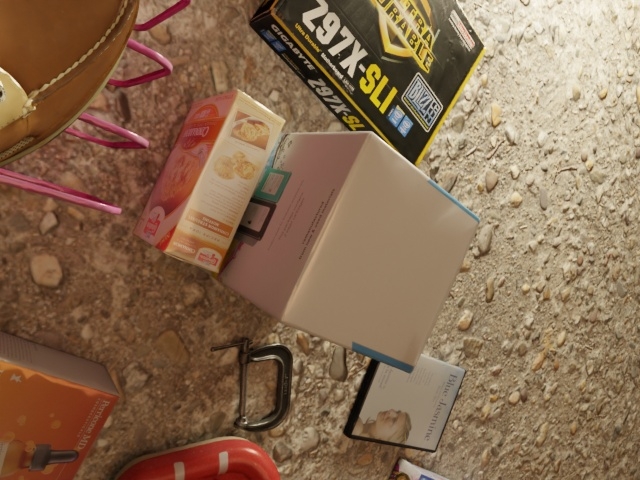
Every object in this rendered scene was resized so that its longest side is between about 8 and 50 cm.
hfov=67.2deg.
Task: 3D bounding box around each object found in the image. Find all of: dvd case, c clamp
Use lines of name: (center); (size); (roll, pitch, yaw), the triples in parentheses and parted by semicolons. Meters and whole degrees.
dvd case: (0.169, 0.303, 0.916); (0.253, 0.022, 0.180); (26, 84, -35)
c clamp: (-0.099, 0.217, 0.720); (0.137, 0.022, 0.160); (-9, 102, -38)

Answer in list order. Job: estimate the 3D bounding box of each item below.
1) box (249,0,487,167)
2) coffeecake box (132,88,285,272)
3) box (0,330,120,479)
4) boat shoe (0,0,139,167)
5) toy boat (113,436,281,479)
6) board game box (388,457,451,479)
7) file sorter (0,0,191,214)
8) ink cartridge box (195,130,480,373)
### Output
box: (0.090, -0.303, 0.716); (0.322, 0.079, 0.257); (40, 78, -33)
coffeecake box: (-0.136, -0.070, 0.563); (0.068, 0.142, 0.185); (26, 83, -34)
box: (-0.330, 0.180, 0.509); (0.170, 0.091, 0.130); (33, 80, -34)
boat shoe: (-0.229, -0.074, 0.258); (0.324, 0.120, 0.122); (-48, 119, -21)
toy boat: (-0.152, 0.358, 0.627); (0.231, 0.151, 0.150); (-1, 99, -34)
board game box: (0.199, 0.638, 0.971); (0.318, 0.066, 0.318); (36, 78, -34)
file sorter: (-0.241, -0.184, 0.435); (0.182, 0.202, 0.290); (18, 89, -37)
ink cartridge box: (0.000, 0.000, 0.592); (0.198, 0.270, 0.197); (29, 84, -34)
